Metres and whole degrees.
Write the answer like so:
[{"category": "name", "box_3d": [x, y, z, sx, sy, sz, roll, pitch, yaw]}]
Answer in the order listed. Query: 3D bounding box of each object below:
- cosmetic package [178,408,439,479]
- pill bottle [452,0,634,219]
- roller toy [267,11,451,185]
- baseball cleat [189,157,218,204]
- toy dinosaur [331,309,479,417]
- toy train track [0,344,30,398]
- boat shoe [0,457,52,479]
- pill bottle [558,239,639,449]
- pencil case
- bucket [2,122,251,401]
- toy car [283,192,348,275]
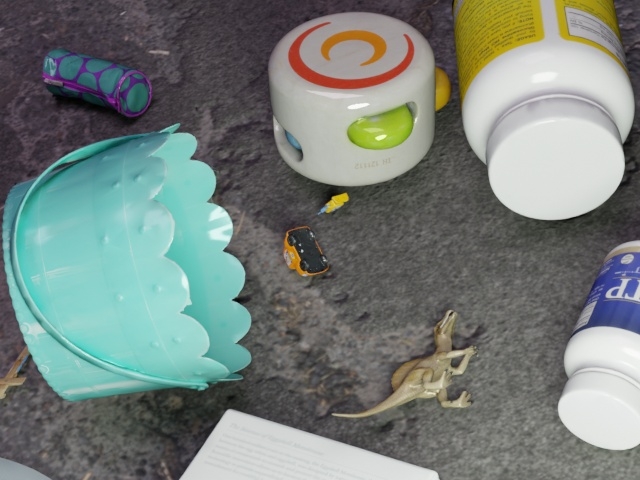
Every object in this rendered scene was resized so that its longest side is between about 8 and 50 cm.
[{"category": "cosmetic package", "box_3d": [-0.031, 0.294, 1.401, 0.224, 0.138, 0.224, 13, 52, 31]}, {"category": "pill bottle", "box_3d": [0.246, -0.185, 1.777, 0.188, 0.188, 0.334, -9, 42, 10]}, {"category": "roller toy", "box_3d": [0.039, -0.161, 1.856, 0.191, 0.146, 0.209, 13, 44, 19]}, {"category": "baseball cleat", "box_3d": [-0.193, -0.026, 1.851, 0.109, 0.072, 0.206, 19, 57, 26]}, {"category": "toy dinosaur", "box_3d": [0.102, 0.142, 1.595, 0.093, 0.053, 0.183, 5, 37, 46]}, {"category": "toy train track", "box_3d": [-0.335, 0.147, 1.760, 0.048, 0.014, 0.083, -4, 38, 26]}, {"category": "boat shoe", "box_3d": [-0.402, 0.279, 1.573, 0.306, 0.105, 0.113, 3, 29, -12]}, {"category": "pill bottle", "box_3d": [0.294, 0.100, 1.512, 0.112, 0.112, 0.186, 8, 48, 27]}, {"category": "pencil case", "box_3d": [-0.293, -0.204, 2.080, 0.152, 0.064, 0.070, 17, 37, 34]}, {"category": "bucket", "box_3d": [-0.198, 0.031, 1.656, 0.183, 0.281, 0.281, -15, 42, 9]}, {"category": "toy car", "box_3d": [0.000, 0.000, 1.795, 0.122, 0.060, 0.040, -39, -1, -44]}]
